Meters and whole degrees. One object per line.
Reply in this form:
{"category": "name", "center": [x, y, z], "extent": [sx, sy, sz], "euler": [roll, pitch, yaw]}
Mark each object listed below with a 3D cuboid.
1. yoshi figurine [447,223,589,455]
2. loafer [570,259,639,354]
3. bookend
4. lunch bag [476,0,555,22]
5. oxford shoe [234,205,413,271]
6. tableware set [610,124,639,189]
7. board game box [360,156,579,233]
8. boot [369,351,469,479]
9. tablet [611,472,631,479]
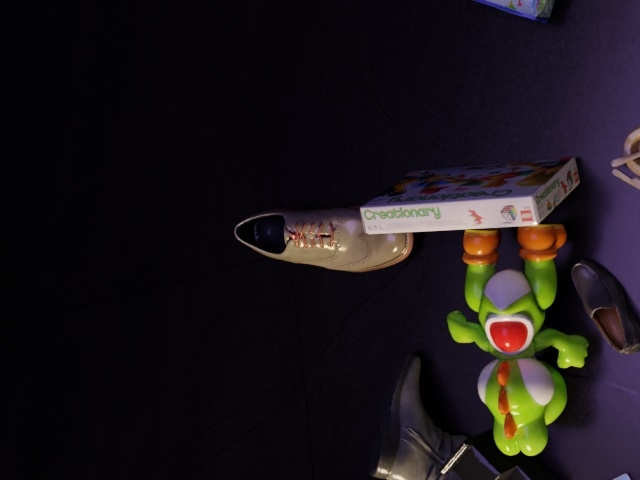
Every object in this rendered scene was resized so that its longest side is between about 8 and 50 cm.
{"category": "yoshi figurine", "center": [0.319, 0.155, 1.710], "extent": [0.203, 0.203, 0.362], "euler": [179, 88, -65]}
{"category": "loafer", "center": [0.448, 0.103, 1.683], "extent": [0.062, 0.061, 0.170], "euler": [-45, 68, 29]}
{"category": "bookend", "center": [0.301, 0.391, 1.741], "extent": [0.157, 0.156, 0.072], "euler": [45, 115, 23]}
{"category": "lunch bag", "center": [0.313, -0.434, 1.729], "extent": [0.151, 0.096, 0.129], "euler": [23, 105, 21]}
{"category": "oxford shoe", "center": [0.000, 0.000, 1.942], "extent": [0.348, 0.130, 0.123], "euler": [-1, 92, 34]}
{"category": "tableware set", "center": [0.543, -0.111, 1.621], "extent": [0.194, 0.039, 0.128], "euler": [35, 111, 28]}
{"category": "board game box", "center": [0.242, -0.072, 1.735], "extent": [0.305, 0.193, 0.053], "euler": [-3, 110, 34]}
{"category": "boot", "center": [0.185, 0.327, 1.854], "extent": [0.161, 0.247, 0.083], "euler": [19, 147, -6]}
{"category": "tablet", "center": [0.489, 0.419, 1.704], "extent": [0.054, 0.006, 0.083], "euler": [-38, 73, 29]}
